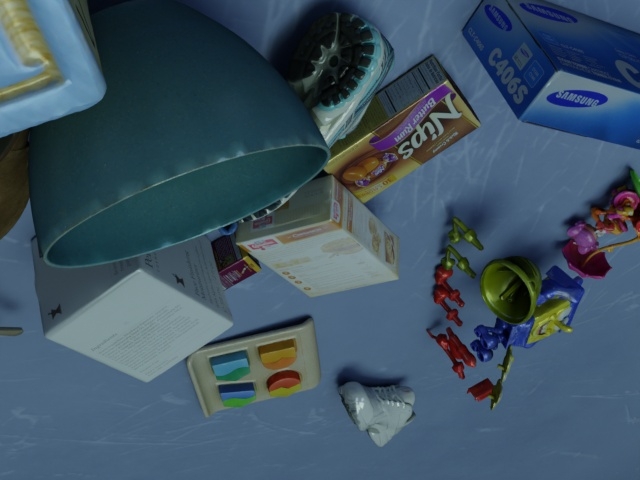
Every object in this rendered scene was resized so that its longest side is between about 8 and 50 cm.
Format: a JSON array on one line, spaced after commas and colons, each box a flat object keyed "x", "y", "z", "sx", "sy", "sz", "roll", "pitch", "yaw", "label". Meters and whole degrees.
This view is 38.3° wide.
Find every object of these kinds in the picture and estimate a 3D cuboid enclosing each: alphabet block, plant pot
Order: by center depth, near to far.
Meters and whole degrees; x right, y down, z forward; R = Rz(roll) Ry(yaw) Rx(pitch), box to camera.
[{"x": -0.301, "y": -0.207, "z": 0.742, "sx": 0.193, "sy": 0.197, "sz": 0.192, "roll": -18, "pitch": 134, "yaw": -5, "label": "alphabet block"}, {"x": -0.160, "y": -0.117, "z": 0.900, "sx": 0.290, "sy": 0.195, "sz": 0.290, "roll": -22, "pitch": 173, "yaw": -3, "label": "plant pot"}]

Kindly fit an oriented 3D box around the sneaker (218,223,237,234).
[{"x": -0.112, "y": -0.060, "z": 1.135, "sx": 0.052, "sy": 0.058, "sz": 0.135, "roll": -11, "pitch": 140, "yaw": -14, "label": "sneaker"}]

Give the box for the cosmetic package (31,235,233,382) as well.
[{"x": -0.232, "y": 0.053, "z": 1.138, "sx": 0.151, "sy": 0.151, "sz": 0.184, "roll": -34, "pitch": 142, "yaw": 15, "label": "cosmetic package"}]

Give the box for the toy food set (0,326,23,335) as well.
[{"x": -0.496, "y": 0.140, "z": 1.195, "sx": 0.218, "sy": 0.071, "sz": 0.128, "roll": -36, "pitch": 164, "yaw": 21, "label": "toy food set"}]

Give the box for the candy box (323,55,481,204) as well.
[{"x": 0.095, "y": -0.134, "z": 1.151, "sx": 0.187, "sy": 0.053, "sz": 0.109, "roll": -32, "pitch": 141, "yaw": 15, "label": "candy box"}]

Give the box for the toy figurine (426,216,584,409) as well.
[{"x": 0.318, "y": 0.079, "z": 1.439, "sx": 0.217, "sy": 0.191, "sz": 0.362, "roll": -25, "pitch": 145, "yaw": -19, "label": "toy figurine"}]

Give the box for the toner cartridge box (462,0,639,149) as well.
[{"x": 0.350, "y": -0.192, "z": 1.113, "sx": 0.348, "sy": 0.165, "sz": 0.075, "roll": 7, "pitch": 133, "yaw": -32, "label": "toner cartridge box"}]

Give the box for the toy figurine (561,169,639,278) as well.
[{"x": 0.451, "y": -0.008, "z": 1.442, "sx": 0.159, "sy": 0.130, "sz": 0.173, "roll": -27, "pitch": 121, "yaw": 22, "label": "toy figurine"}]

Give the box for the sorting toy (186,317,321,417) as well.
[{"x": -0.100, "y": 0.213, "z": 1.485, "sx": 0.208, "sy": 0.038, "sz": 0.193, "roll": -16, "pitch": 142, "yaw": -8, "label": "sorting toy"}]

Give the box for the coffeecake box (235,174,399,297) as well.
[{"x": 0.000, "y": 0.000, "z": 1.216, "sx": 0.142, "sy": 0.068, "sz": 0.185, "roll": -13, "pitch": 148, "yaw": 28, "label": "coffeecake box"}]

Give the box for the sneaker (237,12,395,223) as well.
[{"x": -0.011, "y": -0.125, "z": 1.056, "sx": 0.283, "sy": 0.110, "sz": 0.122, "roll": -47, "pitch": 161, "yaw": 22, "label": "sneaker"}]

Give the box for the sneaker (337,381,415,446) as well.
[{"x": 0.108, "y": 0.287, "z": 1.649, "sx": 0.115, "sy": 0.090, "sz": 0.232, "roll": -33, "pitch": 150, "yaw": 3, "label": "sneaker"}]

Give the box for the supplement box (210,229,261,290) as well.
[{"x": -0.129, "y": 0.031, "z": 1.239, "sx": 0.083, "sy": 0.055, "sz": 0.043, "roll": -28, "pitch": 142, "yaw": 10, "label": "supplement box"}]

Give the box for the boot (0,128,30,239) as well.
[{"x": -0.347, "y": -0.100, "z": 0.970, "sx": 0.305, "sy": 0.112, "sz": 0.115, "roll": -55, "pitch": 163, "yaw": 28, "label": "boot"}]
